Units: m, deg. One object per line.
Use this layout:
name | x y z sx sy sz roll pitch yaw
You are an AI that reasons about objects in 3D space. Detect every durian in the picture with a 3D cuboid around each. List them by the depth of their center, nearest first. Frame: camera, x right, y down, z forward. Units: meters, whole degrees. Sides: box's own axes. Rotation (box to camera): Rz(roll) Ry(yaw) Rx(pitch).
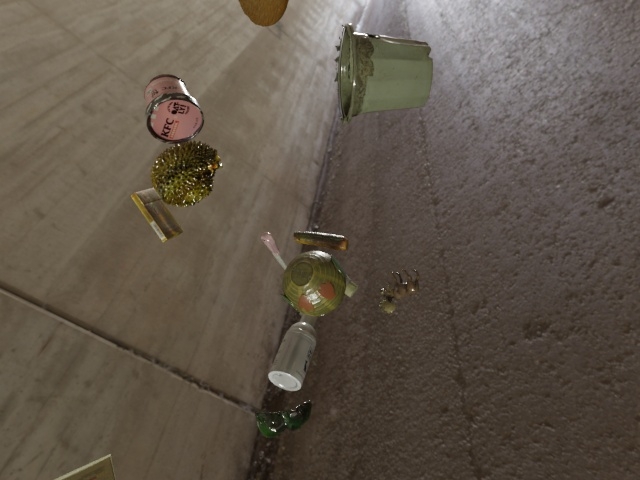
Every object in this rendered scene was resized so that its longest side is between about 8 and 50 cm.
durian | -0.557 -0.279 1.726 0.293 0.258 0.258 -39 25 22

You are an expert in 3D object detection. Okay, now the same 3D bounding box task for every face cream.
face cream | -0.092 0.446 1.826 0.145 0.145 0.370 -35 23 43
face cream | 0.078 0.193 2.114 0.114 0.224 0.070 -49 -18 -19

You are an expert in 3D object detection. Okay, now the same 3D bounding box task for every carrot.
carrot | 0.000 0.000 1.947 0.260 0.070 0.070 7 52 17

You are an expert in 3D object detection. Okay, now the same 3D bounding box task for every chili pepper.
chili pepper | -0.156 0.824 1.935 0.264 0.148 0.116 -15 15 -11

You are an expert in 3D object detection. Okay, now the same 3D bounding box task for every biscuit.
biscuit | -0.170 -0.765 1.226 0.037 0.262 0.262 -31 4 -35

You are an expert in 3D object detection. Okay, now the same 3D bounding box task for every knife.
knife | -0.218 0.078 2.109 0.081 0.336 0.043 28 63 37

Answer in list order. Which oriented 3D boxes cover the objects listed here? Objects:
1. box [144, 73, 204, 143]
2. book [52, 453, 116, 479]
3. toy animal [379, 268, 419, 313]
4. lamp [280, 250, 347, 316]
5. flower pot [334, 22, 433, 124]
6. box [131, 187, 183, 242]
box | -0.411 -0.367 1.163 0.151 0.151 0.135 -44 55 28
book | -0.459 0.523 0.810 0.016 0.138 0.199 19 116 48
toy animal | 0.339 0.227 1.865 0.214 0.093 0.186 -18 69 43
lamp | -0.017 0.171 1.613 0.250 0.284 0.250 -8 66 19
flower pot | 0.184 -0.499 1.264 0.290 0.259 0.291 177 90 -86
box | -0.463 -0.075 1.203 0.022 0.156 0.089 -31 5 19
